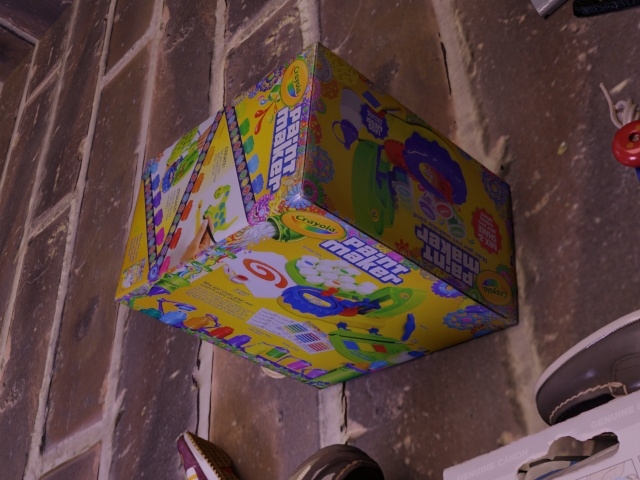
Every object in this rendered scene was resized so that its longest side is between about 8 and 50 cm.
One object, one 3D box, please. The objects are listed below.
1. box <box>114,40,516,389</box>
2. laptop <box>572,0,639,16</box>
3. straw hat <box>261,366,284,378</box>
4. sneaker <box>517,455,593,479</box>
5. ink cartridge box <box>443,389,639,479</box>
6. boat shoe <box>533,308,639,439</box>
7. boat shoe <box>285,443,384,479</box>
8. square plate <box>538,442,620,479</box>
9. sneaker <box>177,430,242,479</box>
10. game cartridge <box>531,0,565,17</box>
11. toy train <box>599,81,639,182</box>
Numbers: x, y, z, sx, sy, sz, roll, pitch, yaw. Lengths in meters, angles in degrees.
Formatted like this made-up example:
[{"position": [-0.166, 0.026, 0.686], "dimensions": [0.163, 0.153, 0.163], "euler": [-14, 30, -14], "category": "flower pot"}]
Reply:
[{"position": [0.000, 0.000, 0.870], "dimensions": [0.279, 0.290, 0.176], "euler": [-26, 47, 39], "category": "box"}, {"position": [0.398, -0.374, 0.873], "dimensions": [0.234, 0.137, 0.264], "euler": [4, 95, 54], "category": "laptop"}, {"position": [-0.059, 0.097, 1.078], "dimensions": [0.145, 0.061, 0.144], "euler": [-31, 44, 35], "category": "straw hat"}, {"position": [0.144, 0.314, 0.633], "dimensions": [0.147, 0.130, 0.329], "euler": [29, 88, 37], "category": "sneaker"}, {"position": [0.174, 0.211, 0.485], "dimensions": [0.181, 0.056, 0.224], "euler": [-30, 40, 23], "category": "ink cartridge box"}, {"position": [0.298, 0.092, 0.581], "dimensions": [0.335, 0.112, 0.095], "euler": [-29, 41, 33], "category": "boat shoe"}, {"position": [-0.003, 0.369, 0.776], "dimensions": [0.130, 0.132, 0.355], "euler": [17, 88, 45], "category": "boat shoe"}, {"position": [0.248, 0.263, 0.465], "dimensions": [0.344, 0.049, 0.347], "euler": [-35, 57, 20], "category": "square plate"}, {"position": [-0.143, 0.305, 1.030], "dimensions": [0.083, 0.070, 0.185], "euler": [-55, 33, 0], "category": "sneaker"}, {"position": [0.267, -0.302, 0.988], "dimensions": [0.056, 0.017, 0.083], "euler": [-37, 41, 25], "category": "game cartridge"}, {"position": [0.322, -0.081, 0.691], "dimensions": [0.143, 0.105, 0.247], "euler": [-25, 47, 26], "category": "toy train"}]
